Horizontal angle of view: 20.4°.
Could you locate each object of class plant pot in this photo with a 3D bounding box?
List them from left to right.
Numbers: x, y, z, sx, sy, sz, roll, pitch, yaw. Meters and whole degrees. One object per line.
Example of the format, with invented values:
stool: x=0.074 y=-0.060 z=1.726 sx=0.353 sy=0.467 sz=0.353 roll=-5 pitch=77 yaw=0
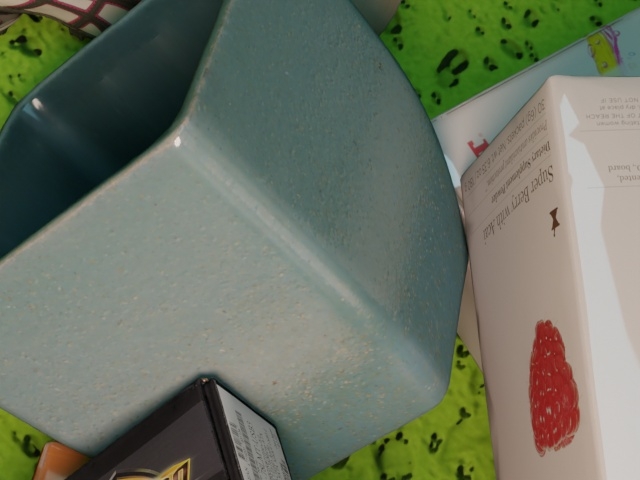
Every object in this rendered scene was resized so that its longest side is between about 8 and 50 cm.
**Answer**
plant pot: x=-0.049 y=0.006 z=1.054 sx=0.252 sy=0.248 sz=0.247 roll=43 pitch=34 yaw=-21

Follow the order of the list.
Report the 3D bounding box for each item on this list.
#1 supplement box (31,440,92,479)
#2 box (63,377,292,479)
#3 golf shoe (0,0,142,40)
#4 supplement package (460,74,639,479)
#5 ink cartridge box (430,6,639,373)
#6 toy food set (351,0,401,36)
supplement box: x=-0.070 y=0.197 z=1.093 sx=0.233 sy=0.080 sz=0.078 roll=17 pitch=68 yaw=-4
box: x=-0.120 y=0.262 z=0.906 sx=0.295 sy=0.073 sz=0.293 roll=-36 pitch=40 yaw=15
golf shoe: x=-0.159 y=-0.194 z=1.197 sx=0.272 sy=0.120 sz=0.105 roll=-4 pitch=69 yaw=-16
supplement package: x=0.199 y=0.072 z=1.009 sx=0.175 sy=0.177 sz=0.293 roll=-2 pitch=73 yaw=-14
ink cartridge box: x=0.225 y=-0.029 z=1.213 sx=0.306 sy=0.131 sz=0.226 roll=-28 pitch=79 yaw=-19
toy food set: x=-0.068 y=-0.288 z=1.229 sx=0.219 sy=0.092 sz=0.306 roll=10 pitch=57 yaw=-36
